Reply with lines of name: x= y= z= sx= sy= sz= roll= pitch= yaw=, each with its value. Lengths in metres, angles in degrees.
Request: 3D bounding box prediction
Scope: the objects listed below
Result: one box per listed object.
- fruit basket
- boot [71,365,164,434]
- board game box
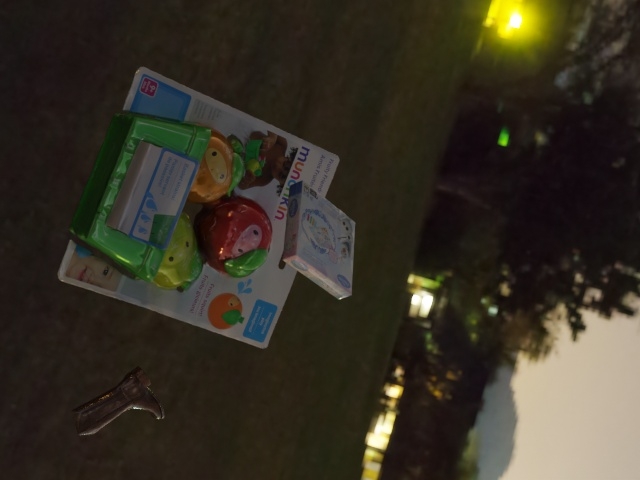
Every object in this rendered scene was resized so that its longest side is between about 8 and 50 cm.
fruit basket: x=-0.166 y=-0.037 z=1.547 sx=0.327 sy=0.353 sz=0.165 roll=-68 pitch=-158 yaw=-2
boot: x=-0.272 y=0.233 z=1.406 sx=0.114 sy=0.037 sz=0.106 roll=-37 pitch=133 yaw=-21
board game box: x=0.000 y=0.000 z=1.055 sx=0.090 sy=0.020 sz=0.090 roll=37 pitch=43 yaw=-39
